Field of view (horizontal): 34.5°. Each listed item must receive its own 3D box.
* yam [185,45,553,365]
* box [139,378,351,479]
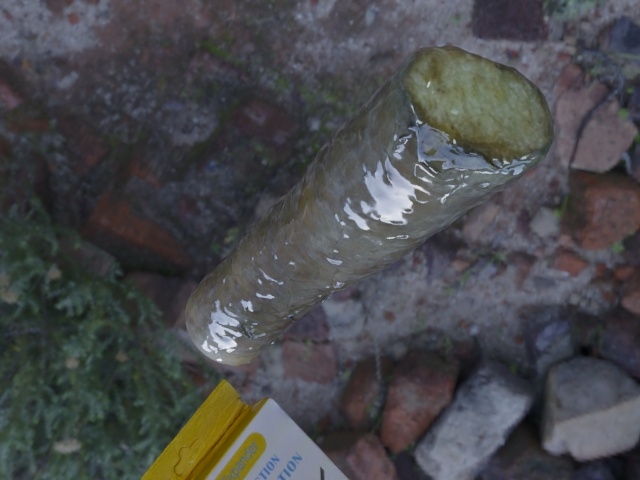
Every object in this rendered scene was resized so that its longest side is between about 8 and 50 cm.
[{"bbox_3d":[0.000,0.000,0.597,0.081,0.081,0.357,32,148,-11],"label":"yam"},{"bbox_3d":[-0.007,0.215,0.669,0.247,0.129,0.033,47,141,-10],"label":"box"}]
